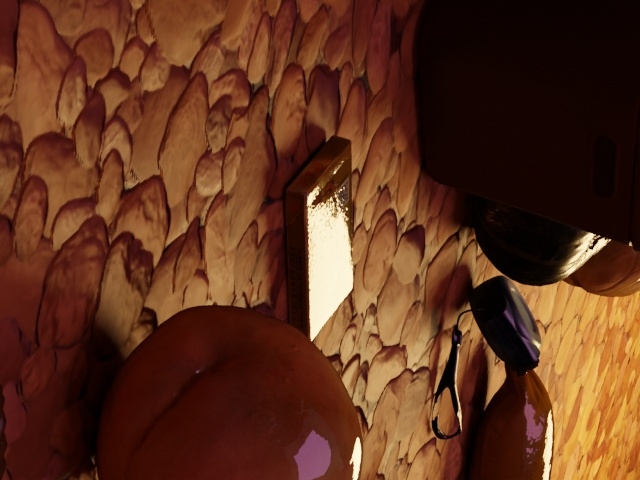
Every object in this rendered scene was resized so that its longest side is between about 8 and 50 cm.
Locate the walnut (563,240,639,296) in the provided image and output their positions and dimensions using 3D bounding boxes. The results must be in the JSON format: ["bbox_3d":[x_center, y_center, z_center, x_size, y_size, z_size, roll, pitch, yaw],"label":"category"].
[{"bbox_3d":[0.347,-0.044,1.943,0.222,0.195,0.195,-66,157,-15],"label":"walnut"}]

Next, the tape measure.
[{"bbox_3d":[0.167,0.127,1.844,0.180,0.104,0.107,-46,-168,17],"label":"tape measure"}]

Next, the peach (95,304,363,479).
[{"bbox_3d":[-0.061,0.130,1.088,0.184,0.184,0.184,-49,148,-47],"label":"peach"}]

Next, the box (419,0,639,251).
[{"bbox_3d":[0.259,-0.194,1.576,0.339,0.229,0.239,-57,153,-37],"label":"box"}]

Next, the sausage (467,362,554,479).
[{"bbox_3d":[0.235,0.271,2.024,0.112,0.112,0.328,-33,132,-60],"label":"sausage"}]

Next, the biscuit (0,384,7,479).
[{"bbox_3d":[-0.254,0.171,0.820,0.318,0.040,0.318,15,90,-69],"label":"biscuit"}]

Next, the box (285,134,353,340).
[{"bbox_3d":[0.000,0.000,1.355,0.089,0.022,0.156,-54,151,-45],"label":"box"}]

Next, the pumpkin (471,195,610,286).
[{"bbox_3d":[0.253,-0.055,1.753,0.224,0.157,0.224,-50,166,-18],"label":"pumpkin"}]
